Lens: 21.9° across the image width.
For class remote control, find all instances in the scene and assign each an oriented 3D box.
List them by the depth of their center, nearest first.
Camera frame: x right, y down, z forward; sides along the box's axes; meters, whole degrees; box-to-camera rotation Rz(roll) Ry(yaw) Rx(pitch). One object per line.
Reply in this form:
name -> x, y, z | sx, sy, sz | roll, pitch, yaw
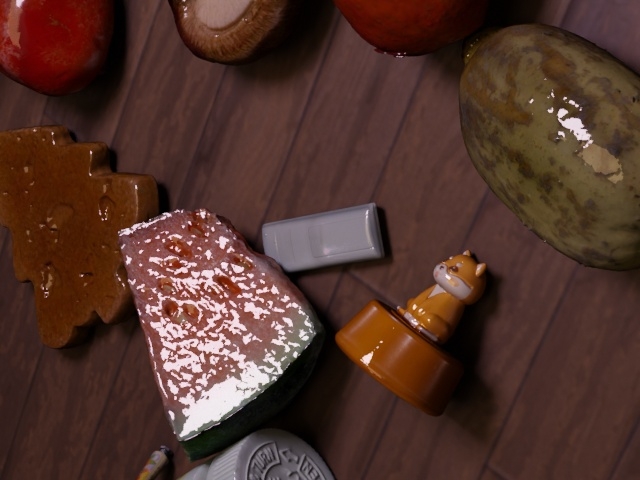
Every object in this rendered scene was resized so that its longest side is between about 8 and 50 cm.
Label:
remote control -> 0.000, 0.000, 1.750 | 0.162, 0.029, 0.061 | -11, 87, 39

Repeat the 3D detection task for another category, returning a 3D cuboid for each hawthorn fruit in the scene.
hawthorn fruit -> 0.075, -0.276, 1.543 | 0.185, 0.202, 0.185 | -27, 50, 37

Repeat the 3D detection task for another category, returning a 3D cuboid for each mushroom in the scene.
mushroom -> -0.095, -0.302, 1.735 | 0.194, 0.138, 0.231 | -15, 99, 22

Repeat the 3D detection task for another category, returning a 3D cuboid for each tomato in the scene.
tomato -> -0.327, -0.251, 1.909 | 0.187, 0.151, 0.187 | 11, 107, 39

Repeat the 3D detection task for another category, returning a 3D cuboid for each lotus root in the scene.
lotus root -> 0.221, -0.095, 1.492 | 0.309, 0.173, 0.173 | 43, 120, 35

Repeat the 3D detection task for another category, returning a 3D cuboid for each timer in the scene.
timer -> 0.109, 0.076, 1.632 | 0.132, 0.132, 0.152 | 38, 94, 29

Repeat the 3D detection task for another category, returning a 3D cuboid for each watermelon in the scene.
watermelon -> -0.121, 0.082, 1.785 | 0.192, 0.140, 0.257 | -30, 72, -8

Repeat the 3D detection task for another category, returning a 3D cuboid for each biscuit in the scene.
biscuit -> -0.301, -0.030, 1.980 | 0.301, 0.043, 0.278 | 54, 126, 22

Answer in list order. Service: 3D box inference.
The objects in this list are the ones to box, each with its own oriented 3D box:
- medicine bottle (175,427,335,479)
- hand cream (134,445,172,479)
medicine bottle -> -0.133, 0.340, 1.816 | 0.318, 0.158, 0.158 | -36, 73, 35
hand cream -> -0.206, 0.279, 1.908 | 0.022, 0.102, 0.035 | 40, 145, -3
